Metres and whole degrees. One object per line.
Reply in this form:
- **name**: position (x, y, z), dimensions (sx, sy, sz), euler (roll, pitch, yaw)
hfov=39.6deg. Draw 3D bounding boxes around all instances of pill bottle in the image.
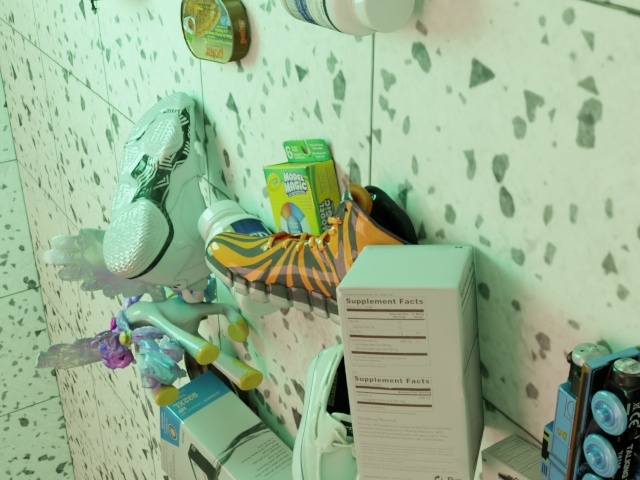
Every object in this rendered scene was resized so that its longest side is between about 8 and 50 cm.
- **pill bottle**: position (-0.122, 0.023, 1.442), dimensions (0.187, 0.112, 0.112), euler (50, 144, 35)
- **pill bottle**: position (0.030, -0.287, 1.020), dimensions (0.169, 0.094, 0.094), euler (32, 132, 50)

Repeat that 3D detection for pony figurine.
- **pony figurine**: position (-0.320, 0.148, 1.643), dimensions (0.363, 0.351, 0.303), euler (40, 122, 39)

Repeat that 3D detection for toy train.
- **toy train**: position (0.274, 0.184, 0.871), dimensions (0.105, 0.080, 0.184), euler (40, 139, 54)

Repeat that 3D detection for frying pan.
- **frying pan**: position (-0.168, 0.336, 1.764), dimensions (0.326, 0.053, 0.197), euler (50, 147, 16)

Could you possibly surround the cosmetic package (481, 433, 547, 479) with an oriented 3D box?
- **cosmetic package**: position (0.243, 0.357, 1.037), dimensions (0.099, 0.060, 0.239), euler (24, 126, 55)

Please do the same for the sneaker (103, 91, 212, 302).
- **sneaker**: position (-0.248, -0.071, 1.571), dimensions (0.137, 0.210, 0.366), euler (-12, 57, 35)

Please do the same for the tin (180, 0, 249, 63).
- **tin**: position (-0.169, -0.337, 1.405), dimensions (0.189, 0.040, 0.106), euler (26, 124, 53)

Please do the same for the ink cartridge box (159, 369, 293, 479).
- **ink cartridge box**: position (-0.165, 0.434, 1.675), dimensions (0.307, 0.129, 0.223), euler (38, 138, 31)

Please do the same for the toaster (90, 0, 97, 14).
- **toaster**: position (-0.416, -0.532, 1.654), dimensions (0.168, 0.110, 0.186), euler (32, 132, 51)

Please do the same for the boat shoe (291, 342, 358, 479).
- **boat shoe**: position (0.027, 0.272, 1.266), dimensions (0.088, 0.096, 0.267), euler (-39, 35, 50)

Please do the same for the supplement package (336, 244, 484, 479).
- **supplement package**: position (0.110, 0.140, 1.022), dimensions (0.133, 0.139, 0.244), euler (-1, 109, 17)

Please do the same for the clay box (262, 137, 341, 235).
- **clay box**: position (-0.019, -0.034, 1.289), dimensions (0.127, 0.053, 0.222), euler (5, 111, 58)

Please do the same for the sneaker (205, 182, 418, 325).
- **sneaker**: position (0.000, 0.000, 1.161), dimensions (0.321, 0.124, 0.180), euler (17, 114, 19)
